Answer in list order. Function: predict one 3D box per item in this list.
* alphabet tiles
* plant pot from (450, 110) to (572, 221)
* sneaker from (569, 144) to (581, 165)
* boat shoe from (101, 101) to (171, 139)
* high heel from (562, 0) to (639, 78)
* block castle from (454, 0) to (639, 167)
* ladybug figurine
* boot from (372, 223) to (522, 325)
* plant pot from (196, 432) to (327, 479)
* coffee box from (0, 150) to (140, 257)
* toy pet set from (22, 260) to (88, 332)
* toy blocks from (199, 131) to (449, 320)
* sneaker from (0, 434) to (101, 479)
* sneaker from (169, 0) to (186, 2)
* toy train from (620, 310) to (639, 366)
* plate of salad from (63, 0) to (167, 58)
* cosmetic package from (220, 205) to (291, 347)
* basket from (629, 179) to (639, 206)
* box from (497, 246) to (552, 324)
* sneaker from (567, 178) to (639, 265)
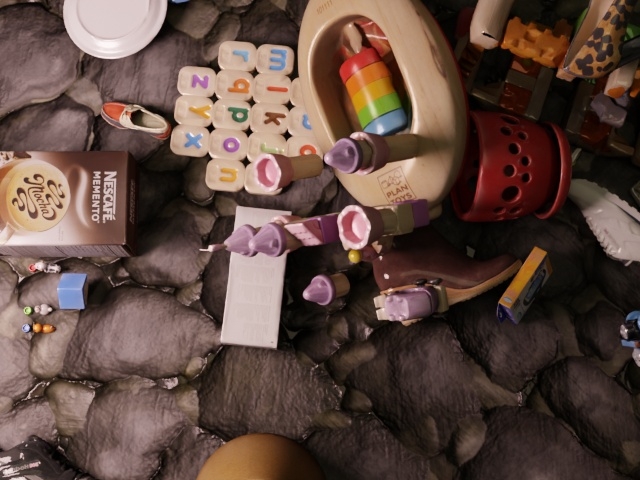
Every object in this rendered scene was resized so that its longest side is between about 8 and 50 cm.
[{"bbox_3d":[-0.128,-0.224,1.624,0.277,0.021,0.284,5,79,0],"label":"alphabet tiles"},{"bbox_3d":[0.328,-0.128,1.536,0.174,0.191,0.191,-1,79,-8],"label":"plant pot"},{"bbox_3d":[0.442,-0.139,1.623,0.035,0.031,0.083,36,82,28],"label":"sneaker"},{"bbox_3d":[-0.335,-0.221,1.606,0.137,0.043,0.049,21,81,4],"label":"boat shoe"},{"bbox_3d":[0.408,-0.379,1.324,0.186,0.093,0.261,-25,94,-10],"label":"high heel"},{"bbox_3d":[0.456,-0.319,1.517,0.453,0.303,0.213,21,77,1],"label":"block castle"},{"bbox_3d":[0.122,-0.246,1.522,0.161,0.305,0.450,-12,82,-46],"label":"ladybug figurine"},{"bbox_3d":[0.205,0.013,1.551,0.248,0.090,0.207,-23,83,-2],"label":"boot"},{"bbox_3d":[-0.095,0.421,1.382,0.237,0.254,0.237,0,78,-2],"label":"plant pot"},{"bbox_3d":[-0.468,-0.061,1.532,0.297,0.119,0.168,-1,78,-2],"label":"coffee box"},{"bbox_3d":[-0.461,0.096,1.529,0.114,0.065,0.122,1,79,-1],"label":"toy pet set"},{"bbox_3d":[0.000,0.000,1.396,0.260,0.288,0.309,-14,95,-44],"label":"toy blocks"},{"bbox_3d":[-0.452,0.382,1.458,0.283,0.107,0.124,3,73,-1],"label":"sneaker"},{"bbox_3d":[-0.271,-0.531,1.665,0.078,0.067,0.188,-11,77,-25],"label":"sneaker"},{"bbox_3d":[0.616,0.163,1.543,0.184,0.080,0.105,-12,86,-4],"label":"toy train"},{"bbox_3d":[-0.377,-0.429,1.644,0.199,0.048,0.200,-1,81,9],"label":"plate of salad"},{"bbox_3d":[-0.110,0.066,1.547,0.098,0.060,0.239,6,79,1],"label":"cosmetic package"},{"bbox_3d":[0.661,-0.103,1.581,0.167,0.103,0.113,-35,83,-9],"label":"basket"},{"bbox_3d":[0.354,0.086,1.546,0.028,0.081,0.136,28,78,31],"label":"box"},{"bbox_3d":[0.523,-0.021,1.575,0.235,0.090,0.095,38,100,11],"label":"sneaker"}]
